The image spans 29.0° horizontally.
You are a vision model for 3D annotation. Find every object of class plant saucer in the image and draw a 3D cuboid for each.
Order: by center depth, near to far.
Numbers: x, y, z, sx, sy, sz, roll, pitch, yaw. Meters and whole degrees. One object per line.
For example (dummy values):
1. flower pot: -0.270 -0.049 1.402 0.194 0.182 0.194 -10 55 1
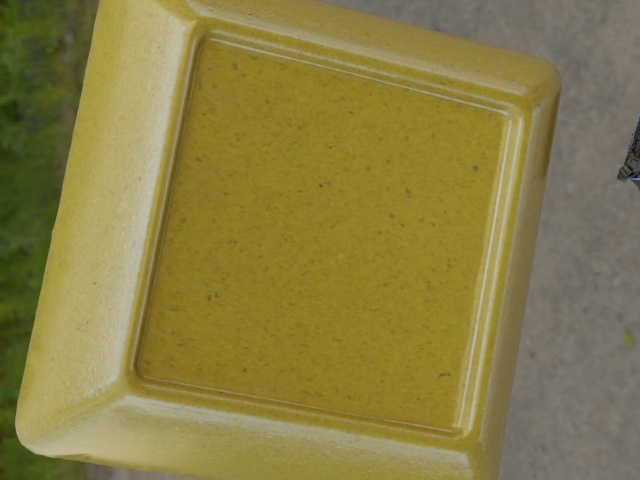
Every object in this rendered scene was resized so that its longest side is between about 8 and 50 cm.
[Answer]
1. plant saucer: 0.000 0.000 0.799 0.081 0.332 0.333 167 114 -74

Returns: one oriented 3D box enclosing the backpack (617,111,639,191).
1. backpack: 0.360 -0.098 1.209 0.105 0.084 0.114 6 75 39
